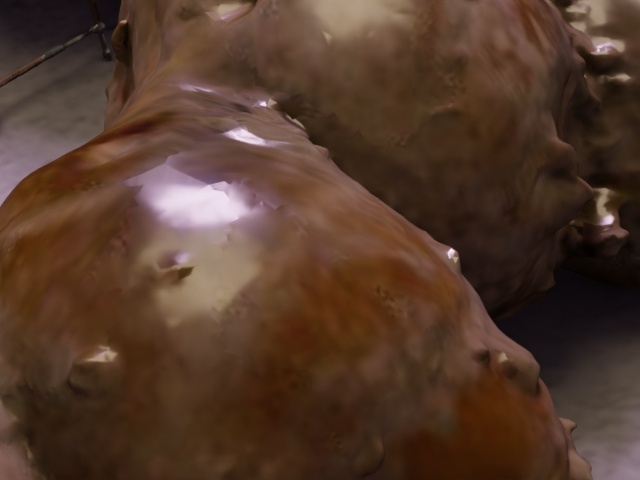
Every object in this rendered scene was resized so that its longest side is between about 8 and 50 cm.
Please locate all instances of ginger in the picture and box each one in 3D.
[{"bbox_3d":[0.000,0.000,0.618,0.256,0.176,0.375,28,47,15],"label":"ginger"}]

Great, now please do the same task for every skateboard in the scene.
[{"bbox_3d":[-0.139,-0.081,0.859,0.083,0.032,0.064,-33,34,-27],"label":"skateboard"}]
